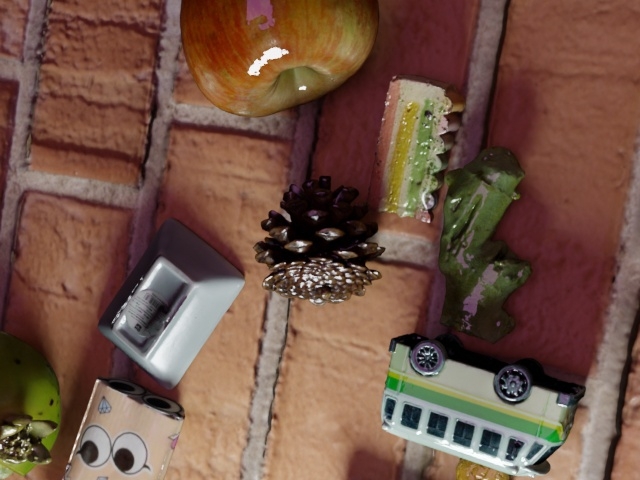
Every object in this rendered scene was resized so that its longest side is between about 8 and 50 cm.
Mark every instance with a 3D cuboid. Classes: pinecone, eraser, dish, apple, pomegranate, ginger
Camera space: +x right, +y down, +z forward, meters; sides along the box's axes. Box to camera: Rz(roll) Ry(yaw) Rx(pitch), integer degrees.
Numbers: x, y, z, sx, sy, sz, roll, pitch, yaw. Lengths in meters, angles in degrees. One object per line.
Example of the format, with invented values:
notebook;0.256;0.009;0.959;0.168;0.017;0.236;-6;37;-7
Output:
pinecone;0.000;0.000;1.683;0.208;0.208;0.207;0;91;20
eraser;-0.337;0.391;1.854;0.171;0.087;0.290;22;97;20
dish;-0.263;0.106;1.830;0.182;0.080;0.243;38;103;16
apple;-0.065;-0.344;1.649;0.302;0.301;0.301;0;91;20
pomegranate;-0.536;0.282;1.826;0.341;0.260;0.260;14;96;46
ginger;0.242;0.008;1.643;0.137;0.089;0.289;-6;84;38

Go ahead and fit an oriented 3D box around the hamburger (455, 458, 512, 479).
hamburger;0.245;0.354;1.664;0.083;0.044;0.076;-5;88;23

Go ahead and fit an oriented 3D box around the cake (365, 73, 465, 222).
cake;0.147;-0.144;1.698;0.109;0.090;0.225;17;115;17

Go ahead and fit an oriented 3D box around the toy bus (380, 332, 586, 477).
toy bus;0.231;0.239;1.622;0.276;0.134;0.164;17;96;21
